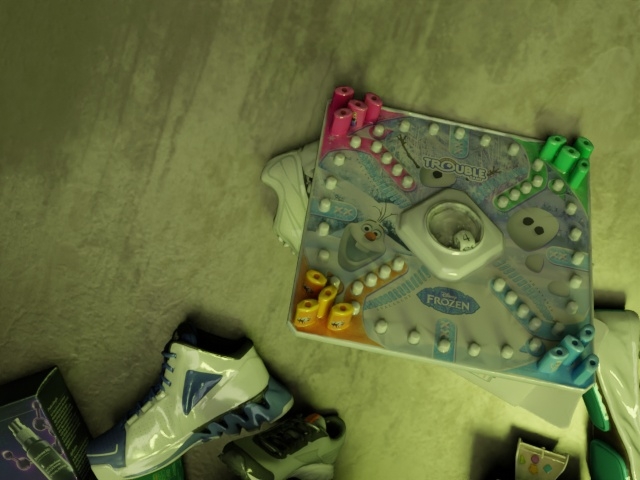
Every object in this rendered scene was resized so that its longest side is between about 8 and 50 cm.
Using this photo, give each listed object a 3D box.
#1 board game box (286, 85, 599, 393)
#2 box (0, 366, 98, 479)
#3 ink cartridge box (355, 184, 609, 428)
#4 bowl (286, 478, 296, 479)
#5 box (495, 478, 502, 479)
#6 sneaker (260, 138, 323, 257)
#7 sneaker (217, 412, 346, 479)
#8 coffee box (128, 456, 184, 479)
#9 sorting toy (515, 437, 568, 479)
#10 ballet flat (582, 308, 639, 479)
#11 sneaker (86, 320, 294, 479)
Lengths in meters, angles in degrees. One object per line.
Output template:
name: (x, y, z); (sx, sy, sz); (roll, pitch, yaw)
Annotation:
board game box: (0.177, -0.018, 1.280); (0.390, 0.390, 0.050); (12, 146, -3)
box: (-0.453, 0.326, 1.523); (0.153, 0.108, 0.207); (-21, 105, 8)
ink cartridge box: (0.231, 0.079, 1.331); (0.353, 0.207, 0.119); (29, 147, 6)
bowl: (-0.058, 0.502, 1.530); (0.312, 0.163, 0.311); (0, 106, 1)
box: (0.340, 0.423, 1.510); (0.186, 0.145, 0.038); (13, 64, -3)
sneaker: (0.000, 0.000, 1.426); (0.118, 0.110, 0.292); (-12, 103, 20)
sneaker: (-0.053, 0.304, 1.443); (0.100, 0.271, 0.108); (32, 101, 29)
coffee box: (-0.294, 0.414, 1.516); (0.040, 0.184, 0.113); (11, 112, 44)
sorting toy: (0.335, 0.359, 1.518); (0.083, 0.045, 0.075); (19, 67, -3)
ballet flat: (0.472, 0.286, 1.475); (0.139, 0.139, 0.400); (-14, 102, 6)
sneaker: (-0.218, 0.227, 1.488); (0.316, 0.127, 0.182); (-23, 100, 1)
